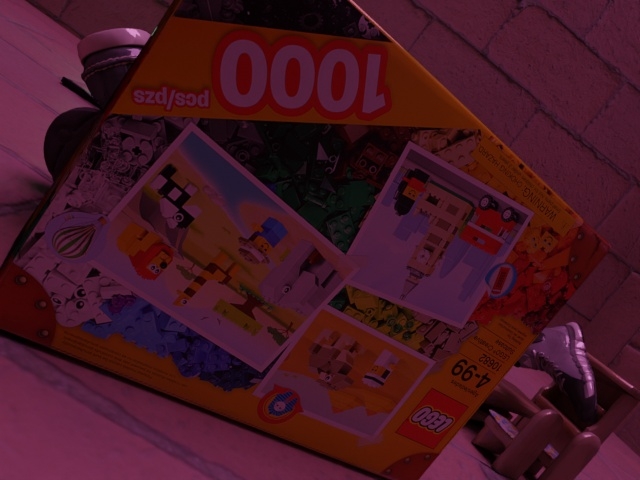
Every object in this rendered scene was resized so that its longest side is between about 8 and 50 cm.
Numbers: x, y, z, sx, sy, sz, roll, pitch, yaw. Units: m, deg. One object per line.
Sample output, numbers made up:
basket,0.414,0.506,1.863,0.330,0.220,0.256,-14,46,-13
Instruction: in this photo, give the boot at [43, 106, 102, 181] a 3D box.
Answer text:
boot,-0.253,-0.104,0.953,0.367,0.146,0.445,37,8,-19

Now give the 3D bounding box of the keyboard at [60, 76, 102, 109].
keyboard,-0.643,-0.399,1.518,0.180,0.023,0.108,33,2,-20

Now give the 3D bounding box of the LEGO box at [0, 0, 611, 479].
LEGO box,0.000,0.000,0.578,0.500,0.372,0.193,32,9,-27

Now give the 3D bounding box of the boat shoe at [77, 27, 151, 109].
boat shoe,-0.218,-0.172,0.709,0.319,0.116,0.098,163,-89,-89

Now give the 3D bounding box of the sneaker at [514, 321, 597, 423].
sneaker,0.424,0.243,0.987,0.228,0.132,0.086,-63,142,-57

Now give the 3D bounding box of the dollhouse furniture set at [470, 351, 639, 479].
dollhouse furniture set,0.451,0.312,1.141,0.394,0.256,0.362,33,8,-28
